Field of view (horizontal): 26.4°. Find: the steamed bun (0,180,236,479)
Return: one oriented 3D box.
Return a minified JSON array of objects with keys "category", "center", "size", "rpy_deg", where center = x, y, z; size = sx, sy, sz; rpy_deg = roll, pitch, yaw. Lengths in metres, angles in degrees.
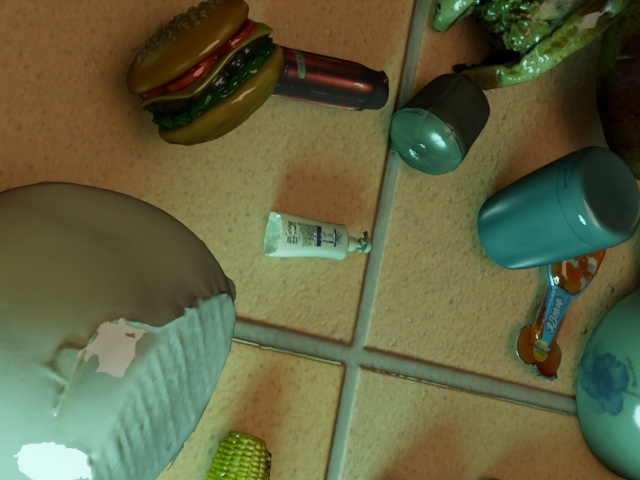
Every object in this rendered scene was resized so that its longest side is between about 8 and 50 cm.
[{"category":"steamed bun","center":[-0.248,0.076,1.208],"size":[0.309,0.309,0.309],"rpy_deg":[1,89,-37]}]

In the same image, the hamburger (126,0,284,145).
[{"category":"hamburger","center":[-0.114,-0.169,1.364],"size":[0.162,0.162,0.115],"rpy_deg":[-49,114,-27]}]

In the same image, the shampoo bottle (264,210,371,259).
[{"category":"shampoo bottle","center":[0.000,0.000,1.523],"size":[0.141,0.034,0.049],"rpy_deg":[8,78,-37]}]

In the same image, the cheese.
[{"category":"cheese","center":[0.313,0.053,1.754],"size":[0.106,0.037,0.256],"rpy_deg":[32,70,-31]}]

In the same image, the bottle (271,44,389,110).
[{"category":"bottle","center":[0.004,-0.176,1.515],"size":[0.164,0.060,0.060],"rpy_deg":[6,86,-37]}]

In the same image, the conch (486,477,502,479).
[{"category":"conch","center":[0.267,0.416,1.656],"size":[0.158,0.127,0.255],"rpy_deg":[-39,111,-33]}]

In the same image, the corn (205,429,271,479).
[{"category":"corn","center":[-0.097,0.301,1.425],"size":[0.072,0.072,0.203],"rpy_deg":[19,77,-35]}]

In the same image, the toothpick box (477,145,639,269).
[{"category":"toothpick box","center":[0.279,-0.031,1.635],"size":[0.120,0.184,0.120],"rpy_deg":[16,64,-35]}]

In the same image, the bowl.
[{"category":"bowl","center":[0.490,0.198,1.767],"size":[0.289,0.146,0.289],"rpy_deg":[-3,98,-19]}]

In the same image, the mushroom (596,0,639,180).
[{"category":"mushroom","center":[0.456,-0.218,1.746],"size":[0.267,0.254,0.267],"rpy_deg":[12,70,-34]}]

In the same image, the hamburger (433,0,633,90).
[{"category":"hamburger","center":[0.279,-0.317,1.650],"size":[0.288,0.192,0.168],"rpy_deg":[-40,102,-31]}]

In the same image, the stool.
[{"category":"stool","center":[0.142,-0.138,1.596],"size":[0.110,0.096,0.096],"rpy_deg":[-48,116,-34]}]
